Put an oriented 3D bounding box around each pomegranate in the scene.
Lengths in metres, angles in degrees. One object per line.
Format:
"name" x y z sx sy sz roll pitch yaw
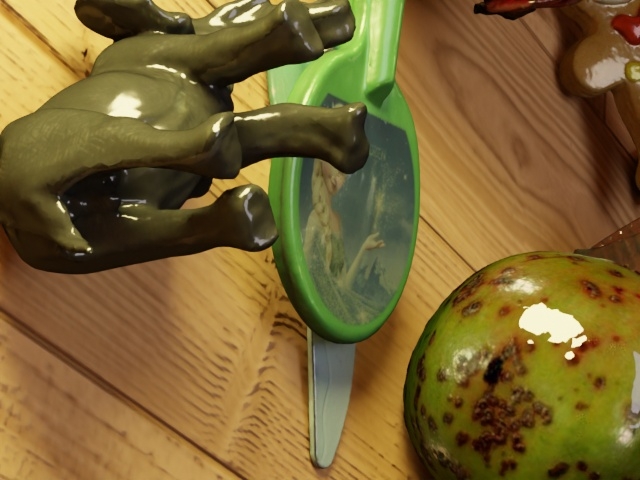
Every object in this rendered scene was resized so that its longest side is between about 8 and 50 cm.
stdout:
"pomegranate" 0.130 0.122 1.085 0.202 0.202 0.248 39 75 -47

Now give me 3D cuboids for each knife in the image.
"knife" 0.001 0.000 1.051 0.063 0.035 0.260 5 80 -61

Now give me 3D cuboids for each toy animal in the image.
"toy animal" -0.063 -0.065 0.845 0.245 0.146 0.114 -34 115 -57

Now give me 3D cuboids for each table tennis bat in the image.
"table tennis bat" 0.023 -0.069 1.036 0.160 0.039 0.257 25 68 -59

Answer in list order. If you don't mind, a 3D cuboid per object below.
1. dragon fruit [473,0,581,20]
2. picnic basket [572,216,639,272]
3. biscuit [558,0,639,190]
"dragon fruit" 0.137 -0.264 1.173 0.299 0.244 0.244 -44 117 -46
"picnic basket" 0.307 0.062 1.387 0.297 0.222 0.129 26 41 -54
"biscuit" 0.266 -0.149 1.467 0.158 0.035 0.240 -33 91 -29
